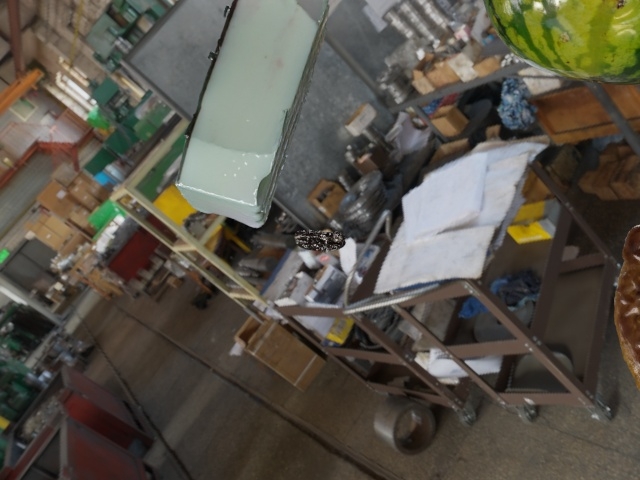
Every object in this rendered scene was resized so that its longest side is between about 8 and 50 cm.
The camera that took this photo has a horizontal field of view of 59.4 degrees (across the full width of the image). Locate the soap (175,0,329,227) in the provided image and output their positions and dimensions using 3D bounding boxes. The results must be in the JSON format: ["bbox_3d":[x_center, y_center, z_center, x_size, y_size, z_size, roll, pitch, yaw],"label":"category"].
[{"bbox_3d":[-0.066,-0.142,0.574,0.145,0.091,0.231,116,170,-79],"label":"soap"}]

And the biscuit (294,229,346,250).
[{"bbox_3d":[0.000,0.000,1.007,0.089,0.087,0.027,-9,71,41],"label":"biscuit"}]

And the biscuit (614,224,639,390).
[{"bbox_3d":[0.433,0.056,0.481,0.334,0.081,0.290,-3,80,49],"label":"biscuit"}]

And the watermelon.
[{"bbox_3d":[0.316,-0.303,0.591,0.285,0.285,0.285,-41,21,20],"label":"watermelon"}]
